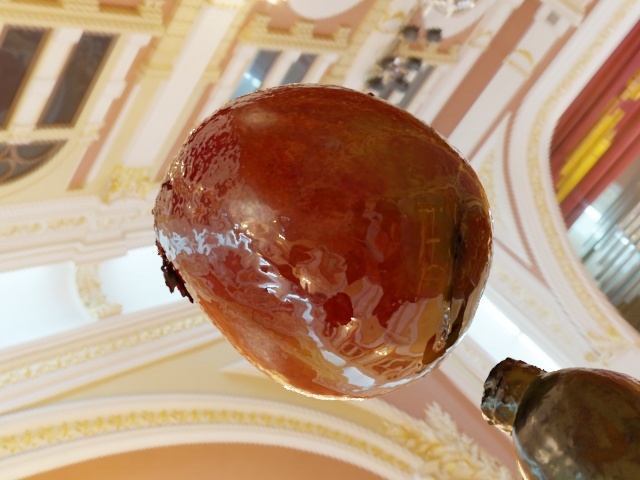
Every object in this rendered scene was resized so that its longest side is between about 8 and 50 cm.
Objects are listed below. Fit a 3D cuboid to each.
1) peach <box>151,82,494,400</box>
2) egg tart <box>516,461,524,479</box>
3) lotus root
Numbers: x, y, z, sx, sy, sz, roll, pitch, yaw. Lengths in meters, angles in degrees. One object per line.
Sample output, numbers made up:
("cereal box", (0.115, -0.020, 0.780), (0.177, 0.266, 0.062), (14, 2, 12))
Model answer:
("peach", (0.000, 0.000, 0.989), (0.370, 0.370, 0.370), (27, -152, -16))
("egg tart", (0.313, 0.253, 1.009), (0.202, 0.202, 0.147), (22, -116, -25))
("lotus root", (0.238, 0.197, 0.670), (0.173, 0.173, 0.309), (7, -143, -43))
